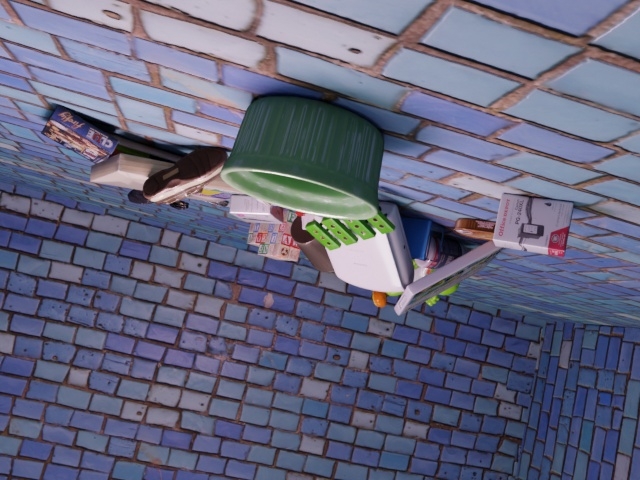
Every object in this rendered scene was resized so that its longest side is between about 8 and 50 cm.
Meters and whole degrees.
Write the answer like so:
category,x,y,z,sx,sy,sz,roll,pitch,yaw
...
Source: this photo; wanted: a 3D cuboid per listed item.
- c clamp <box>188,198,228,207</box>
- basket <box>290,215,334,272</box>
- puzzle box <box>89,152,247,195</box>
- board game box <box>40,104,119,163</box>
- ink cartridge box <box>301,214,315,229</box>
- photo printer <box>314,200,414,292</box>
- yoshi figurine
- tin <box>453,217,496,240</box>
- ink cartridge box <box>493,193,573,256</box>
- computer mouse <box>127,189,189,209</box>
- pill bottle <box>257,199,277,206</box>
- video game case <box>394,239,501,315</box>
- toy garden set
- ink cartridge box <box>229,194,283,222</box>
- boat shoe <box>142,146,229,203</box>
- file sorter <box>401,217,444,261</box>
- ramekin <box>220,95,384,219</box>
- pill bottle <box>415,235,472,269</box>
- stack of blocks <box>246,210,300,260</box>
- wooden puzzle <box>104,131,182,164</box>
category,x,y,z,sx,sy,sz,roll,pitch,yaw
c clamp,-0.433,-0.157,2.298,0.160,0.022,0.137,16,167,-6
basket,0.000,0.000,2.116,0.204,0.154,0.227,-10,151,26
puzzle box,-0.432,-0.176,1.750,0.408,0.052,0.272,8,173,-36
board game box,-0.644,-0.276,1.586,0.165,0.042,0.243,31,165,-26
ink cartridge box,0.020,-0.065,1.913,0.135,0.056,0.099,5,-167,45
photo printer,0.136,0.024,1.748,0.256,0.107,0.308,9,136,34
yoshi figurine,0.340,0.135,2.103,0.362,0.203,0.203,-17,166,20
tin,0.460,-0.026,1.627,0.189,0.040,0.106,10,167,28
ink cartridge box,0.458,-0.034,1.289,0.150,0.109,0.063,10,173,24
computer mouse,-0.510,-0.134,1.871,0.242,0.041,0.071,10,-159,25
pill bottle,-0.111,-0.136,1.593,0.094,0.094,0.169,18,171,-32
video game case,0.385,0.108,1.793,0.328,0.036,0.300,-27,164,-9
toy garden set,0.048,-0.076,1.570,0.244,0.049,0.204,-18,129,45
ink cartridge box,-0.140,-0.092,1.879,0.238,0.060,0.275,4,176,4
boat shoe,-0.335,-0.164,1.557,0.257,0.095,0.095,-17,153,20
file sorter,0.276,0.000,1.828,0.170,0.118,0.104,7,173,40
ramekin,-0.024,-0.152,1.128,0.303,0.148,0.303,13,172,2
pill bottle,0.410,0.048,1.961,0.180,0.108,0.108,11,174,-24
stack of blocks,-0.176,-0.018,2.280,0.087,0.171,0.297,18,172,-31
wooden puzzle,-0.529,-0.243,1.738,0.220,0.044,0.238,16,172,-21
